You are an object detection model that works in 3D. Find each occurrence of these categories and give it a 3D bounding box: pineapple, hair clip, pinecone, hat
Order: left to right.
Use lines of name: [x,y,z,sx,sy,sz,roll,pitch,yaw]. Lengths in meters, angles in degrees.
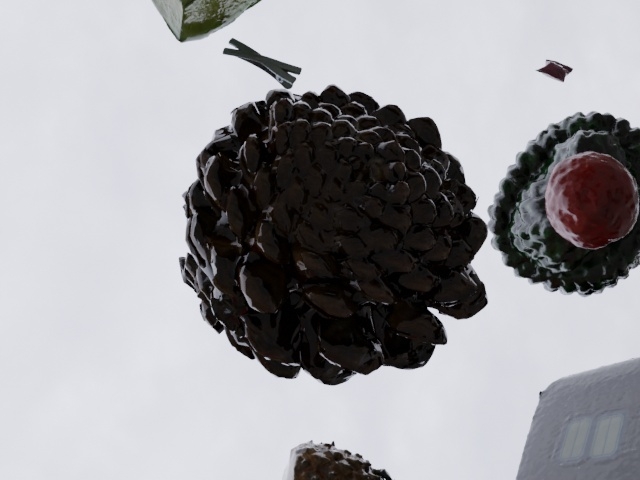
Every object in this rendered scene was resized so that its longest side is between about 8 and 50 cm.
hair clip: [-0.085,-0.250,1.131,0.115,0.039,0.030,28,-119,3]
pinecone: [0.000,0.000,0.572,0.221,0.221,0.222,3,-95,-34]
pineapple: [0.090,0.412,1.265,0.309,0.170,0.141,16,-91,-9]
hat: [0.349,-0.050,1.097,0.332,0.242,0.274,-6,-74,-70]

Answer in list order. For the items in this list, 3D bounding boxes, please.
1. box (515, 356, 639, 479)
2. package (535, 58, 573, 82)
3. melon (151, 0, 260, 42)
box: [0.457,0.324,1.201,0.091,0.350,0.359,42,-131,-16]
package: [0.456,-0.331,1.543,0.083,0.059,0.029,-44,-25,-48]
melon: [-0.200,-0.453,1.084,0.196,0.124,0.324,-34,-90,0]
